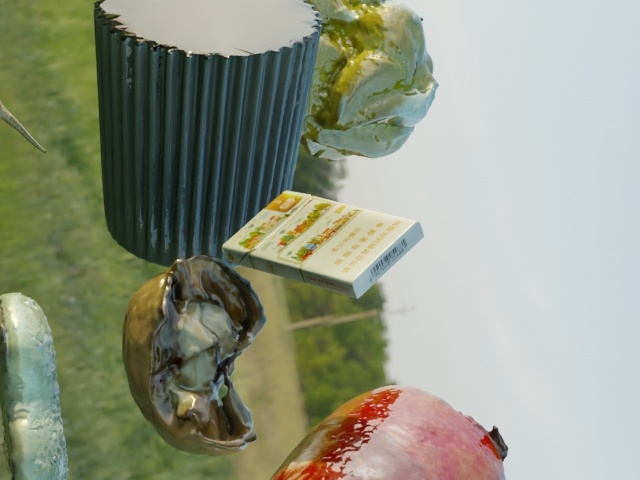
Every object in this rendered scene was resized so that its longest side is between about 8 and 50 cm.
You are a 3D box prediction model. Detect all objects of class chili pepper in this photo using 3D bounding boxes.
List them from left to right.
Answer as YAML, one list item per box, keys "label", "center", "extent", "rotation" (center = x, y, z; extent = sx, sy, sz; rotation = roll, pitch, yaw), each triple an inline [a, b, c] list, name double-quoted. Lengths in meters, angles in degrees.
- label: "chili pepper"
  center: [0.067, 0.322, 1.640]
  extent: [0.251, 0.229, 0.305]
  rotation: [42, 28, 5]

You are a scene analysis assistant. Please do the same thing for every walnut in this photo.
- label: "walnut"
  center: [-0.168, 0.138, 1.704]
  extent: [0.204, 0.141, 0.238]
  rotation: [40, 45, -42]

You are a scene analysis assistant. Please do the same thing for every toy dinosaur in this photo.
- label: "toy dinosaur"
  center: [-0.429, -0.187, 1.825]
  extent: [0.162, 0.039, 0.126]
  rotation: [23, 42, -43]

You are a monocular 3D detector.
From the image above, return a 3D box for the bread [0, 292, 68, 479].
- label: "bread"
  center: [-0.295, 0.171, 1.430]
  extent: [0.172, 0.064, 0.232]
  rotation: [125, -42, -69]

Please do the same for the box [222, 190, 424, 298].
- label: "box"
  center: [0.000, 0.001, 1.621]
  extent: [0.220, 0.122, 0.032]
  rotation: [14, -43, 45]

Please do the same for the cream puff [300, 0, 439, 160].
- label: "cream puff"
  center: [0.002, -0.271, 2.271]
  extent: [0.378, 0.275, 0.378]
  rotation: [35, -13, 9]

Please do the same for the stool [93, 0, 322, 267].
- label: "stool"
  center: [-0.159, -0.159, 1.902]
  extent: [0.297, 0.297, 0.330]
  rotation: [-104, -163, -57]
